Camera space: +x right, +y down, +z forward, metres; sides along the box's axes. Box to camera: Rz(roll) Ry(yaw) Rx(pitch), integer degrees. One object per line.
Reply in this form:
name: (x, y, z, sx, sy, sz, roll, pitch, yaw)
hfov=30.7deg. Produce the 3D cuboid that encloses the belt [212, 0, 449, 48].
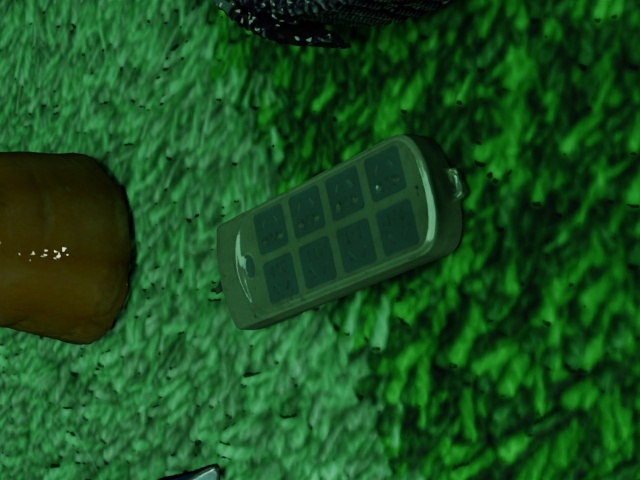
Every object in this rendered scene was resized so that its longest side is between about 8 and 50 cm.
belt: (0.031, -0.275, 0.678, 0.325, 0.122, 0.260, -48, 64, 31)

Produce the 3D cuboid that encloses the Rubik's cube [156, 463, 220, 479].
Rubik's cube: (-0.134, 0.269, 0.866, 0.234, 0.284, 0.250, -45, 85, 9)

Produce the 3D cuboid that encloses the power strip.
power strip: (0.000, 0.000, 0.766, 0.227, 0.029, 0.080, -25, 74, 40)

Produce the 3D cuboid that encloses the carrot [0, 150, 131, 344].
carrot: (-0.272, -0.001, 0.894, 0.159, 0.225, 0.159, -5, 82, 41)
